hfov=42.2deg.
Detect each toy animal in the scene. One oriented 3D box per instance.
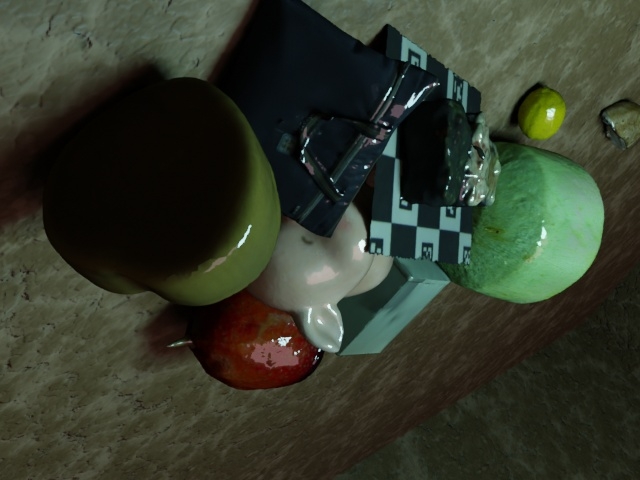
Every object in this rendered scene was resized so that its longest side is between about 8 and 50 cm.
[{"bbox_3d":[0.000,0.000,1.180,0.269,0.237,0.326,-54,159,-12],"label":"toy animal"}]

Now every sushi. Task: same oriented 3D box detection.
[{"bbox_3d":[0.205,-0.111,1.177,0.373,0.099,0.297,10,84,-60],"label":"sushi"}]

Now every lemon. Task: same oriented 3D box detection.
[{"bbox_3d":[0.398,-0.225,1.499,0.082,0.082,0.111,-27,147,-26],"label":"lemon"}]

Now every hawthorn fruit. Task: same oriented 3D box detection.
[{"bbox_3d":[-0.121,0.144,1.288,0.251,0.190,0.190,-3,141,-24],"label":"hawthorn fruit"}]

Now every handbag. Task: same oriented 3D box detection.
[{"bbox_3d":[-0.017,-0.135,0.942,0.254,0.211,0.089,-57,-169,31],"label":"handbag"}]

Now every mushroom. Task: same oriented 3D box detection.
[{"bbox_3d":[0.688,-0.260,1.868,0.094,0.072,0.209,-52,154,5],"label":"mushroom"}]

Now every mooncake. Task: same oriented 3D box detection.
[{"bbox_3d":[-0.153,-0.050,0.848,0.234,0.235,0.117,-38,153,-4],"label":"mooncake"}]

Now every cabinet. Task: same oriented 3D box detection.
[{"bbox_3d":[0.094,0.088,1.515,0.206,0.150,0.145,-49,150,22],"label":"cabinet"}]

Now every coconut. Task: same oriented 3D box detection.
[{"bbox_3d":[0.367,-0.029,1.549,0.328,0.281,0.329,-14,116,-31],"label":"coconut"}]
